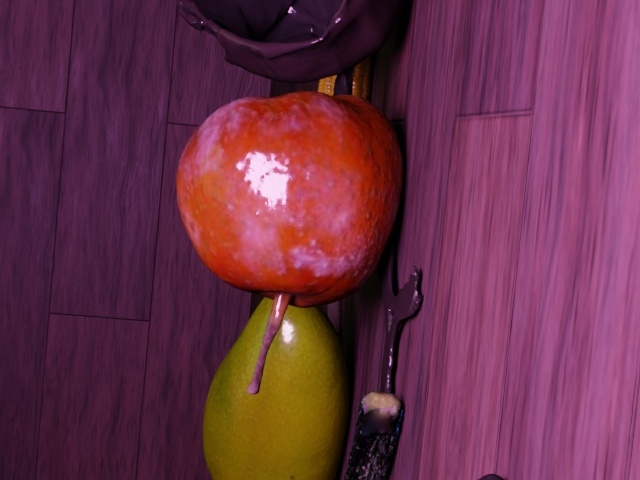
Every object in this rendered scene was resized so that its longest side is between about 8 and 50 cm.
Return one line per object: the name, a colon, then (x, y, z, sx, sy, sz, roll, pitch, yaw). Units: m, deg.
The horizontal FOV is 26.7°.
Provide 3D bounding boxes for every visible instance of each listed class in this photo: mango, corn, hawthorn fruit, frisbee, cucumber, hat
mango: (-0.052, 0.199, 1.621, 0.192, 0.156, 0.343, 38, 131, 35)
corn: (0.028, -0.179, 1.660, 0.072, 0.072, 0.203, -176, 93, -83)
hawthorn fruit: (-0.018, -0.041, 1.374, 0.263, 0.231, 0.235, 54, 143, 9)
frisbee: (0.076, 0.077, 1.308, 0.187, 0.012, 0.211, 118, 156, -71)
cucumber: (0.041, 0.250, 1.333, 0.044, 0.043, 0.256, -95, 11, -54)
hat: (0.036, -0.282, 1.429, 0.336, 0.209, 0.238, -35, 52, 28)

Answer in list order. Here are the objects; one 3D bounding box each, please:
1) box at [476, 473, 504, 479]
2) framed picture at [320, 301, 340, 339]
box: (0.101, 0.229, 0.908, 0.126, 0.027, 0.125, 108, 166, -61)
framed picture: (-0.008, 0.195, 1.874, 0.335, 0.022, 0.247, 105, 168, -53)
